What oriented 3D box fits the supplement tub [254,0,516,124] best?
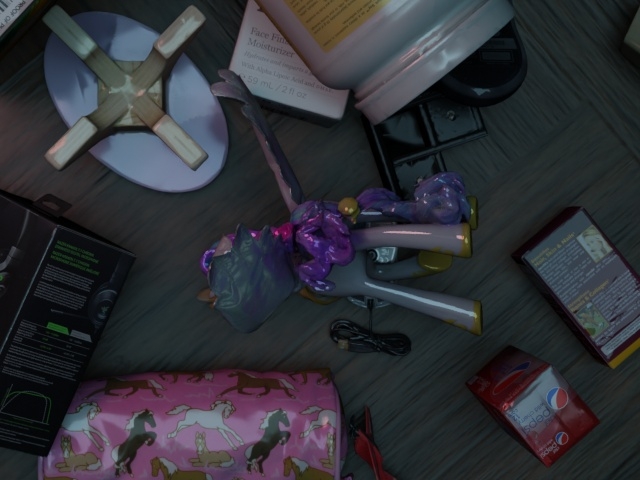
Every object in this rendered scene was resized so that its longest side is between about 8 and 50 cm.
[{"bbox_3d":[0.036,-0.319,1.561,0.241,0.241,0.331,-39,96,-2],"label":"supplement tub"}]

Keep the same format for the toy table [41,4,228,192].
[{"bbox_3d":[-0.229,-0.178,1.740,0.274,0.161,0.252,33,88,-2],"label":"toy table"}]

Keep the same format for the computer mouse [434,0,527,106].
[{"bbox_3d":[0.195,-0.255,1.766,0.188,0.072,0.272,5,50,-1],"label":"computer mouse"}]

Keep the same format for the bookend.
[{"bbox_3d":[0.150,-0.112,1.807,0.156,0.072,0.157,-18,92,-4],"label":"bookend"}]

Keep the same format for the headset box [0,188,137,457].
[{"bbox_3d":[-0.381,0.074,1.684,0.131,0.246,0.283,25,88,-47],"label":"headset box"}]

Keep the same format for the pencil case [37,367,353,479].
[{"bbox_3d":[-0.153,0.250,1.751,0.386,0.160,0.167,-4,124,-4],"label":"pencil case"}]

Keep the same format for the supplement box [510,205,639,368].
[{"bbox_3d":[0.346,0.059,1.817,0.104,0.081,0.188,-40,93,-2],"label":"supplement box"}]

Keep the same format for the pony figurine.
[{"bbox_3d":[0.000,0.000,1.656,0.363,0.351,0.303,0,59,11],"label":"pony figurine"}]

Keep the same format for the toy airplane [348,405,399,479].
[{"bbox_3d":[0.072,0.280,1.789,0.028,0.151,0.151,-28,92,13],"label":"toy airplane"}]

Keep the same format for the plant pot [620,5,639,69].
[{"bbox_3d":[0.444,-0.262,1.812,0.096,0.109,0.109,25,89,8],"label":"plant pot"}]

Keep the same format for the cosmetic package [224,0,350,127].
[{"bbox_3d":[-0.026,-0.250,1.754,0.151,0.151,0.184,15,90,-5],"label":"cosmetic package"}]

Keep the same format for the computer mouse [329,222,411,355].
[{"bbox_3d":[0.069,0.050,1.819,0.106,0.042,0.193,4,94,7],"label":"computer mouse"}]

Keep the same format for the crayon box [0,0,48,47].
[{"bbox_3d":[-0.313,-0.349,1.638,0.106,0.313,0.363,43,84,-11],"label":"crayon box"}]

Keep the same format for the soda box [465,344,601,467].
[{"bbox_3d":[0.253,0.197,1.721,0.083,0.263,0.092,-40,92,-1],"label":"soda box"}]
